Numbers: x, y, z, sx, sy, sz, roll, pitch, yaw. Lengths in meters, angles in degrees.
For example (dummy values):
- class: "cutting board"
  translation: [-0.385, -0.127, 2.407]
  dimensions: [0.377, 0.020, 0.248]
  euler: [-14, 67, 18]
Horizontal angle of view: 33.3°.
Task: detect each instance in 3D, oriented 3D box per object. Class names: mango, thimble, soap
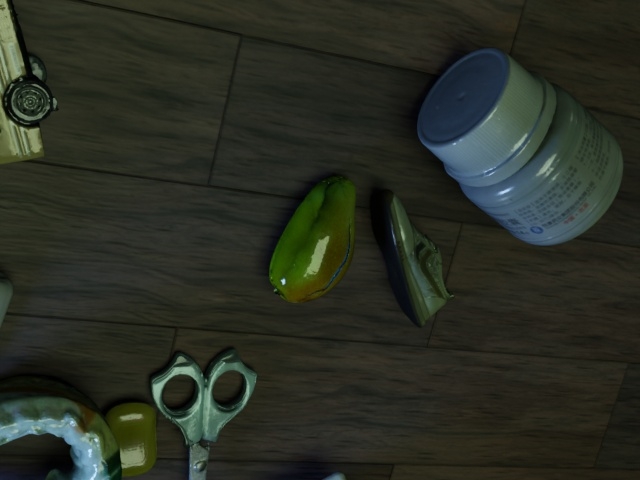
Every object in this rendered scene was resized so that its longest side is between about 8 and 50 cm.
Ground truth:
- class: "mango"
  translation: [0.000, 0.000, 1.803]
  dimensions: [0.125, 0.111, 0.233]
  euler: [35, 80, -41]
- class: "thimble"
  translation: [-0.464, 0.352, 1.682]
  dimensions: [0.288, 0.167, 0.254]
  euler: [-4, 102, -18]
- class: "soap"
  translation: [-0.323, 0.337, 1.817]
  dimensions: [0.088, 0.045, 0.140]
  euler: [-6, 110, -21]

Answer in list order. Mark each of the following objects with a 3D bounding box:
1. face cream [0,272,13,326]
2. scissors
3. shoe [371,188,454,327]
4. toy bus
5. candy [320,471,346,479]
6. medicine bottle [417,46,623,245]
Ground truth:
- class: "face cream"
  translation: [-0.579, 0.172, 1.628]
  dimensions: [0.143, 0.071, 0.291]
  euler: [19, 101, -28]
- class: "scissors"
  translation: [-0.209, 0.365, 1.864]
  dimensions: [0.191, 0.029, 0.361]
  euler: [0, 99, -25]
- class: "shoe"
  translation: [0.163, 0.024, 1.890]
  dimensions: [0.098, 0.103, 0.275]
  euler: [-29, 124, -13]
- class: "toy bus"
  translation: [-0.486, -0.285, 1.441]
  dimensions: [0.201, 0.177, 0.366]
  euler: [-14, 115, -12]
- class: "candy"
  translation: [-0.062, 0.588, 1.918]
  dimensions: [0.358, 0.208, 0.145]
  euler: [-26, 161, -13]
- class: "medicine bottle"
  translation: [0.336, -0.159, 1.812]
  dimensions: [0.306, 0.245, 0.245]
  euler: [36, 92, -29]
